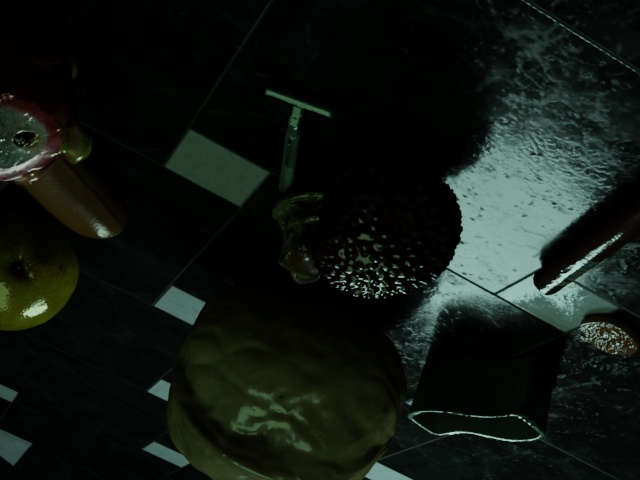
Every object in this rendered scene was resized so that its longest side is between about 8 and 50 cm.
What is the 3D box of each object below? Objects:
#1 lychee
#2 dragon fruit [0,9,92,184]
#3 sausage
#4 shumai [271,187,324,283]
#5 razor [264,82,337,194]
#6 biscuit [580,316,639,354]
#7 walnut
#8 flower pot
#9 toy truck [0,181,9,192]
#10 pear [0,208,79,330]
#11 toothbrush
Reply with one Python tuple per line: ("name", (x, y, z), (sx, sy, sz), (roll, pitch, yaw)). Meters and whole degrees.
("lychee", (0.078, -0.015, 1.182), (0.188, 0.188, 0.188), (16, 151, 9))
("dragon fruit", (-0.392, -0.175, 1.181), (0.224, 0.227, 0.224), (-12, 138, -11))
("sausage", (-0.372, -0.097, 1.411), (0.105, 0.105, 0.274), (2, 146, 31))
("shumai", (-0.004, -0.001, 1.311), (0.146, 0.116, 0.145), (9, 155, 4))
("razor", (-0.036, -0.112, 1.234), (0.084, 0.035, 0.211), (21, 151, 4))
("biscuit", (0.398, 0.131, 1.384), (0.078, 0.015, 0.091), (-6, 141, 42))
("walnut", (-0.055, 0.238, 1.552), (0.381, 0.381, 0.381), (16, 151, 9))
("flower pot", (0.255, 0.248, 1.582), (0.229, 0.108, 0.103), (-3, 143, 39))
("toy truck", (-0.595, -0.118, 1.503), (0.224, 0.147, 0.165), (-1, 118, 35))
("pear", (-0.504, 0.045, 1.639), (0.209, 0.208, 0.209), (16, 151, 9))
("toothbrush", (0.344, -0.015, 1.147), (0.041, 0.040, 0.364), (24, 151, -6))
